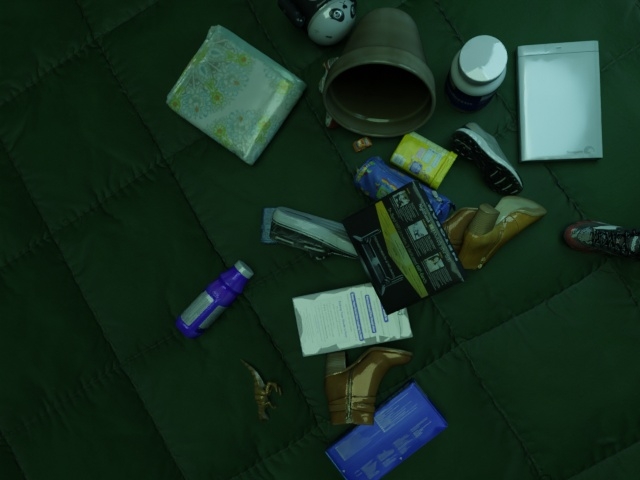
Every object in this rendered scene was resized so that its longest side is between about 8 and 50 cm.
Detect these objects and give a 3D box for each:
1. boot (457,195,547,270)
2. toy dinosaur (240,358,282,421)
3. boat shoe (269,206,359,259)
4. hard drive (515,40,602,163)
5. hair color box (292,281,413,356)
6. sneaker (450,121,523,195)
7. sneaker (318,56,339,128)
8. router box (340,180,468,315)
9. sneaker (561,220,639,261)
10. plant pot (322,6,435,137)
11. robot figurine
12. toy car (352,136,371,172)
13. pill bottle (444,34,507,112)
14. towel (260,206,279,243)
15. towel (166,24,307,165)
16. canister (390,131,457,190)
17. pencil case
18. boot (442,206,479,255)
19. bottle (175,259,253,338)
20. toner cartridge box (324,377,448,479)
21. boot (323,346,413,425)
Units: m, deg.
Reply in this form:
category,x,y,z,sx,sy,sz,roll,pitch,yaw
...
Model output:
category,x,y,z,sx,sy,sz,roll,pitch,yaw
boot,0.528,-0.017,1.561,0.104,0.295,0.211,50,136,41
toy dinosaur,-0.186,0.471,1.657,0.112,0.064,0.211,-14,86,8
boat shoe,0.000,0.000,1.637,0.335,0.121,0.119,22,113,7
hard drive,0.718,-0.416,1.581,0.233,0.047,0.353,-1,88,8
hair color box,0.099,0.232,1.607,0.339,0.110,0.185,-12,84,8
sneaker,0.519,-0.250,1.577,0.271,0.100,0.108,47,58,-4
sneaker,0.041,-0.466,1.662,0.092,0.088,0.225,6,89,28
router box,0.233,0.022,1.475,0.243,0.081,0.309,-28,83,24
sneaker,0.848,0.000,1.505,0.276,0.135,0.097,12,91,9
plant pot,0.184,-0.509,1.537,0.323,0.323,0.280,6,65,8
robot figurine,-0.010,-0.743,1.622,0.209,0.173,0.278,-35,84,12
toy car,0.136,-0.269,1.653,0.060,0.040,0.122,-8,87,7
pill bottle,0.446,-0.476,1.508,0.153,0.264,0.153,0,87,8
towel,-0.160,-0.048,1.690,0.067,0.029,0.119,3,89,7
towel,-0.278,-0.474,1.695,0.374,0.090,0.320,36,96,7
canister,0.316,-0.251,1.614,0.170,0.073,0.126,32,92,9
pencil case,0.246,-0.139,1.563,0.306,0.133,0.119,36,51,19
boot,0.422,-0.021,1.594,0.197,0.073,0.152,-6,86,19
bottle,-0.331,0.184,1.658,0.092,0.118,0.283,44,95,7
toner cartridge box,0.199,0.594,1.597,0.348,0.075,0.165,-39,82,4
boot,0.146,0.436,1.562,0.283,0.109,0.220,-8,67,12
